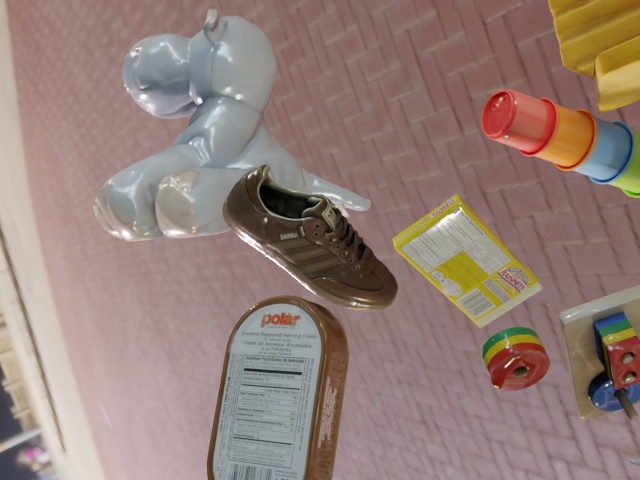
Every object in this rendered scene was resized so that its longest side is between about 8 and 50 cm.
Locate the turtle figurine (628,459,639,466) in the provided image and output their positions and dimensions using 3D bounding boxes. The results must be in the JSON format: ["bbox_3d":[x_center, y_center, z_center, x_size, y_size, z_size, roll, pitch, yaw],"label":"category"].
[{"bbox_3d":[0.360,0.310,0.867,0.234,0.175,0.118,8,130,54],"label":"turtle figurine"}]

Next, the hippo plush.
[{"bbox_3d":[-0.123,-0.129,0.968,0.234,0.294,0.236,-21,-75,-73],"label":"hippo plush"}]

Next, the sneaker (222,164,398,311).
[{"bbox_3d":[0.000,0.000,0.821,0.188,0.066,0.071,29,134,-9],"label":"sneaker"}]

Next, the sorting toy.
[{"bbox_3d":[0.266,0.086,0.664,0.046,0.275,0.132,-105,-6,-47],"label":"sorting toy"}]

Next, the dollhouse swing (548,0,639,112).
[{"bbox_3d":[0.317,-0.365,0.906,0.315,0.305,0.346,-20,72,37],"label":"dollhouse swing"}]

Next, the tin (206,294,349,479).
[{"bbox_3d":[-0.035,0.138,0.719,0.040,0.106,0.189,34,-120,-59],"label":"tin"}]

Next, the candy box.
[{"bbox_3d":[0.196,0.032,1.162,0.206,0.105,0.027,41,-159,-33],"label":"candy box"}]

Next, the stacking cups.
[{"bbox_3d":[0.348,-0.113,1.124,0.096,0.316,0.096,-32,53,55],"label":"stacking cups"}]
